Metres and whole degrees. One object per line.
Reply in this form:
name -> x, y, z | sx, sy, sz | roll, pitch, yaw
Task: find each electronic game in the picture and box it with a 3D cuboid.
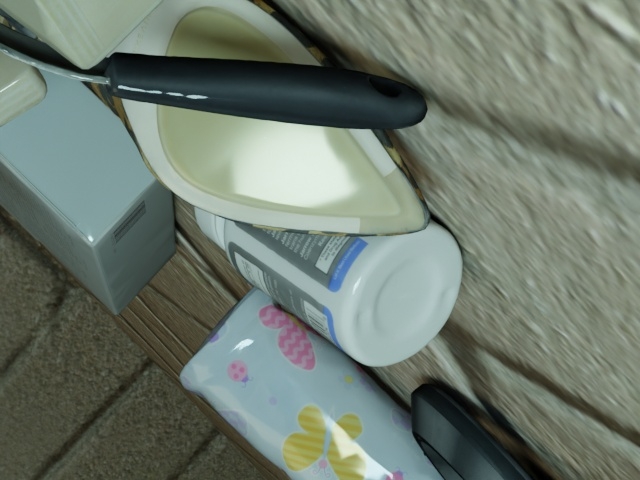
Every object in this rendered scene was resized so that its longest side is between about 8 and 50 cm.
electronic game -> 0.141, 0.190, 1.058 | 0.229, 0.048, 0.229 | 50, 174, 8

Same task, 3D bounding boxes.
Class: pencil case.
pencil case -> 0.014, 0.155, 1.220 | 0.273, 0.113, 0.124 | 43, -172, 6

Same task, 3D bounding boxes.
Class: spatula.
spatula -> -0.101, -0.076, 0.581 | 0.296, 0.030, 0.084 | 11, -147, -13

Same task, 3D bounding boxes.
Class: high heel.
high heel -> -0.051, -0.081, 0.740 | 0.261, 0.093, 0.186 | 30, -170, 7

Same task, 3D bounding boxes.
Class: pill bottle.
pill bottle -> 0.000, 0.000, 0.775 | 0.137, 0.078, 0.078 | 34, 166, 42

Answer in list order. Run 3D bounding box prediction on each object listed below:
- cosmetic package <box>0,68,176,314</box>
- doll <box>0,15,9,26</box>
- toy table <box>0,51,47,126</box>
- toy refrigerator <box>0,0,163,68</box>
cosmetic package -> -0.257, -0.087, 1.329 | 0.284, 0.097, 0.377 | 41, 169, 3
doll -> -0.263, -0.217, 0.995 | 0.189, 0.046, 0.129 | 42, 168, 5
toy table -> -0.311, -0.083, 0.995 | 0.274, 0.252, 0.161 | 40, -166, -47
toy refrigerator -> -0.150, -0.183, 0.565 | 0.269, 0.102, 0.094 | 38, 168, 32
